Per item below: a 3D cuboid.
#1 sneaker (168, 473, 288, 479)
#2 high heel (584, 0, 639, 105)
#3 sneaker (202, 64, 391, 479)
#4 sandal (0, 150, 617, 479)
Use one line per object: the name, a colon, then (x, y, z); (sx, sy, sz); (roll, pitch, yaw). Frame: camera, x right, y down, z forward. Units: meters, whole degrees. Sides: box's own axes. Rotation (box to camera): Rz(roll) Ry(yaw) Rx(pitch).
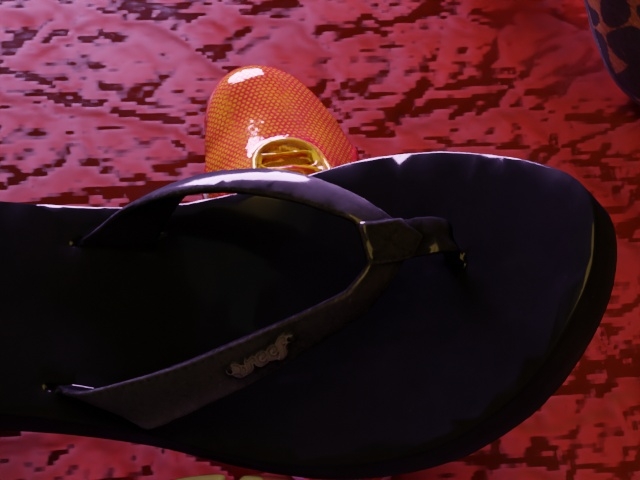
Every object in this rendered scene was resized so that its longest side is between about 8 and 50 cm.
sneaker: (0.010, 0.129, 0.476); (0.170, 0.063, 0.075); (28, 48, 7)
high heel: (0.154, -0.137, 0.619); (0.261, 0.186, 0.093); (32, 56, 16)
sneaker: (0.000, 0.000, 0.570); (0.064, 0.067, 0.175); (-10, 54, -13)
sandal: (-0.040, 0.020, 0.498); (0.254, 0.054, 0.097); (-5, 65, 17)
